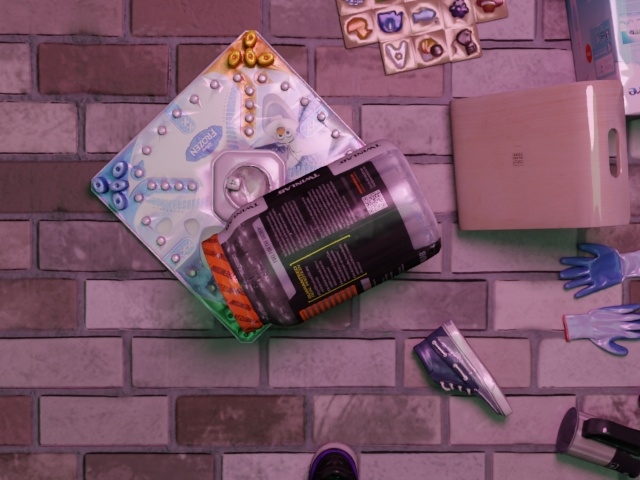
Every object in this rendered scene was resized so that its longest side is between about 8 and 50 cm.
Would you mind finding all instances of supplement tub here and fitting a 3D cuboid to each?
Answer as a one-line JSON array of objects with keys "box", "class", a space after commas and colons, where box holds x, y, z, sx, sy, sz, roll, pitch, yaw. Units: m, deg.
[{"box": [0.000, 0.000, 1.501, 0.338, 0.207, 0.207, -26, 92, -2], "class": "supplement tub"}]

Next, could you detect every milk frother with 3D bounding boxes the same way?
[{"box": [0.492, 0.309, 1.640, 0.134, 0.129, 0.143, 19, 48, -3], "class": "milk frother"}]

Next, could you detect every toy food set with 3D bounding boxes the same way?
[{"box": [0.341, -0.129, 1.541, 0.092, 0.306, 0.220, -6, 93, -45], "class": "toy food set"}]

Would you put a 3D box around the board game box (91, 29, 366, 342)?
[{"box": [-0.122, -0.090, 1.622, 0.390, 0.050, 0.390, -44, 92, -1], "class": "board game box"}]

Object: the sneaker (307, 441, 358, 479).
[{"box": [0.015, 0.494, 1.595, 0.102, 0.146, 0.293, 0, 91, -2], "class": "sneaker"}]

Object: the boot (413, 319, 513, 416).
[{"box": [0.242, 0.235, 1.641, 0.086, 0.069, 0.190, -36, 84, 7], "class": "boot"}]

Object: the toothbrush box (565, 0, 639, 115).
[{"box": [0.492, -0.343, 1.552, 0.126, 0.216, 0.295, -10, 93, -2], "class": "toothbrush box"}]

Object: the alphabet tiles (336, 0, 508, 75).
[{"box": [0.160, -0.465, 1.641, 0.285, 0.011, 0.343, -12, 92, -2], "class": "alphabet tiles"}]

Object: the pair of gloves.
[{"box": [0.493, 0.101, 1.661, 0.159, 0.023, 0.198, -4, 91, -1], "class": "pair of gloves"}]
